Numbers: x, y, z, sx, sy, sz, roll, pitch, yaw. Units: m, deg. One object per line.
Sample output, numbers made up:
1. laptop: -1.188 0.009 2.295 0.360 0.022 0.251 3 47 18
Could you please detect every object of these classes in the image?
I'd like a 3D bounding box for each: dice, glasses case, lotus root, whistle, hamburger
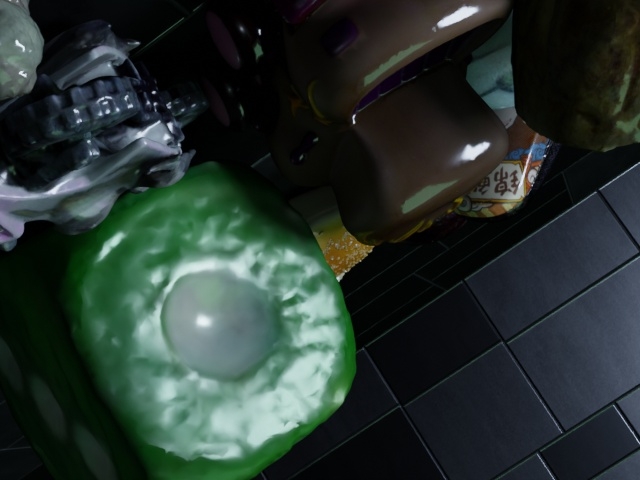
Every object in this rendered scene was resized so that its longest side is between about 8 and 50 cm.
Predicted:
1. dice: -0.161 0.101 1.193 0.287 0.297 0.300 -30 -177 -30
2. glasses case: 0.234 -0.165 1.359 0.082 0.122 0.321 43 66 -45
3. lotus root: 0.273 -0.267 0.983 0.250 0.250 0.346 -23 122 -34
4. whistle: 0.156 -0.199 1.260 0.289 0.163 0.163 -31 166 -9
5. hamburger: 0.000 0.000 1.669 0.210 0.116 0.173 -23 161 -34

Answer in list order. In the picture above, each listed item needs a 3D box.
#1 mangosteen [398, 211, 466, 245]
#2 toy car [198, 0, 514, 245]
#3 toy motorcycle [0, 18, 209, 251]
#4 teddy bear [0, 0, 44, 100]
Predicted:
1. mangosteen: 0.122 -0.107 1.466 0.231 0.194 0.194 -56 170 -12
2. toy car: 0.059 -0.146 1.046 0.271 0.240 0.341 -31 169 -15
3. toy motorcycle: -0.202 -0.079 0.949 0.188 0.143 0.327 -28 -178 9
4. teddy bear: -0.291 -0.094 0.661 0.267 0.151 0.236 -38 144 13
